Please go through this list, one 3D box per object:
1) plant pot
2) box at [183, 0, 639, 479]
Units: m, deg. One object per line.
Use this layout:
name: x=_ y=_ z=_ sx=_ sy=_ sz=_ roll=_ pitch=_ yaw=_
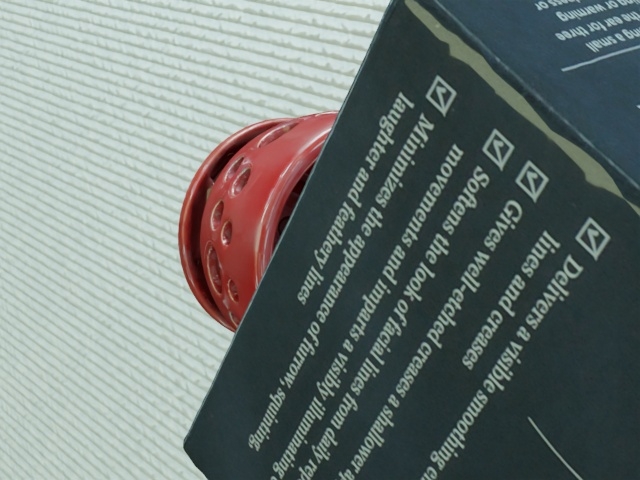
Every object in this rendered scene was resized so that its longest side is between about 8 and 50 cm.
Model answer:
plant pot: x=0.000 y=0.000 z=1.031 sx=0.174 sy=0.191 sz=0.191 roll=15 pitch=98 yaw=58
box: x=0.171 y=0.105 z=0.623 sx=0.395 sy=0.212 sz=0.293 roll=47 pitch=133 yaw=23
